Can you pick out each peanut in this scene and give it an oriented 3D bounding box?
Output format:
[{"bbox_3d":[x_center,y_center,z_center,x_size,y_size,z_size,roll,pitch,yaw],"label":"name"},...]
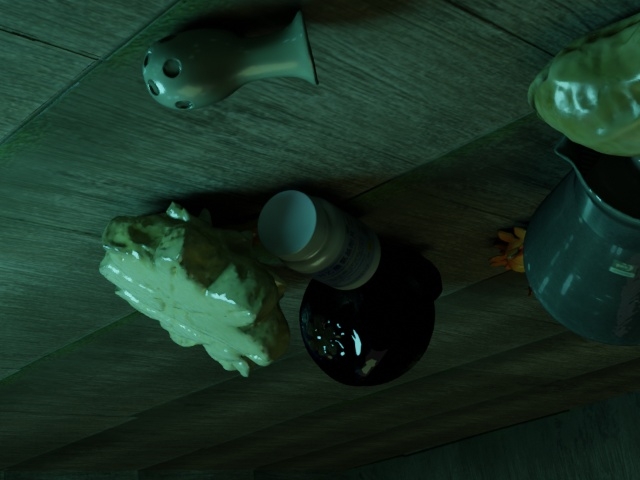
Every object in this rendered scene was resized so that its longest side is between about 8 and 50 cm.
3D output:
[{"bbox_3d":[0.369,-0.169,0.972,0.174,0.158,0.340,-20,174,-39],"label":"peanut"}]

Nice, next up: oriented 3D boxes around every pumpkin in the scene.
[{"bbox_3d":[-0.102,-0.004,1.400,0.101,0.035,0.073,-17,161,15],"label":"pumpkin"}]

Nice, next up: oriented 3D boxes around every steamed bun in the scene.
[{"bbox_3d":[-0.151,0.046,1.326,0.295,0.137,0.292,45,153,-23],"label":"steamed bun"}]

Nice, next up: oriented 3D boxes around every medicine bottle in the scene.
[{"bbox_3d":[0.000,0.000,1.352,0.103,0.102,0.187,-17,158,23],"label":"medicine bottle"}]

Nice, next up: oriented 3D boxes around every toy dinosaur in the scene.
[{"bbox_3d":[0.326,0.020,1.593,0.117,0.070,0.288,4,155,-3],"label":"toy dinosaur"}]

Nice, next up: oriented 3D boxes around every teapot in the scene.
[{"bbox_3d":[0.410,-0.027,1.234,0.300,0.253,0.344,5,157,9],"label":"teapot"}]

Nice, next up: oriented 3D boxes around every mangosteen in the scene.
[{"bbox_3d":[0.081,0.116,1.563,0.243,0.243,0.243,-7,160,-3],"label":"mangosteen"}]

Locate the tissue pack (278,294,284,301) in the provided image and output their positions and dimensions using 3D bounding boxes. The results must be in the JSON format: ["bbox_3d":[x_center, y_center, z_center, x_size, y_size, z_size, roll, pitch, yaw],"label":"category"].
[{"bbox_3d":[-0.133,0.086,1.580,0.111,0.079,0.085,-19,-167,30],"label":"tissue pack"}]

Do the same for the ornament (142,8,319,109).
[{"bbox_3d":[-0.085,-0.165,0.927,0.156,0.081,0.075,-12,126,1],"label":"ornament"}]
